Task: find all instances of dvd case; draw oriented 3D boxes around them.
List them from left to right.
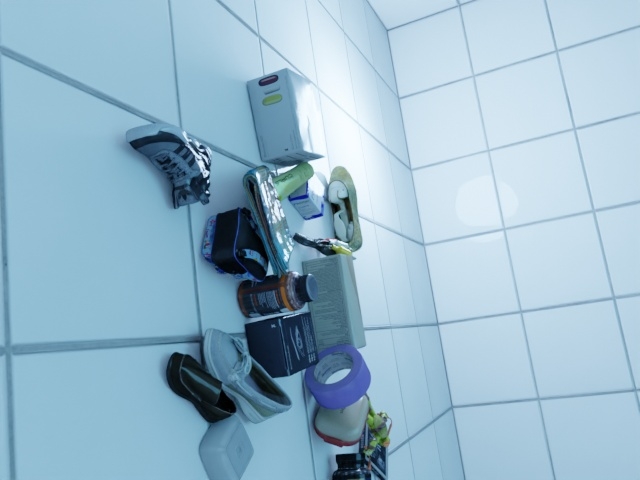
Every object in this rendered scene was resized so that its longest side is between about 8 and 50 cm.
[{"bbox_3d":[0.200,0.762,2.159,0.238,0.030,0.179,57,29,-42],"label":"dvd case"}]

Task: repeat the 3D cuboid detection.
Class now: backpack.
[{"bbox_3d":[-0.200,0.023,1.457,0.173,0.117,0.158,52,33,-52],"label":"backpack"}]

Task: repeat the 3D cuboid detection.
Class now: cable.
[{"bbox_3d":[0.000,0.000,1.988,0.287,0.072,0.139,28,8,-47],"label":"cable"}]

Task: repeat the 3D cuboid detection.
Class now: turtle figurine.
[{"bbox_3d":[0.186,0.653,2.050,0.217,0.087,0.269,57,34,-7],"label":"turtle figurine"}]

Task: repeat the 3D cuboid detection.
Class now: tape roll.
[{"bbox_3d":[0.053,0.412,1.770,0.189,0.189,0.080,-72,143,-52],"label":"tape roll"}]

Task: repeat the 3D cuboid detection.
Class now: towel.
[{"bbox_3d":[-0.130,-0.070,1.583,0.370,0.040,0.271,-82,154,-79],"label":"towel"}]

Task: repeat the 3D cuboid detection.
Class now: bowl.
[{"bbox_3d":[-0.201,0.471,1.305,0.142,0.053,0.142,-54,130,-61],"label":"bowl"}]

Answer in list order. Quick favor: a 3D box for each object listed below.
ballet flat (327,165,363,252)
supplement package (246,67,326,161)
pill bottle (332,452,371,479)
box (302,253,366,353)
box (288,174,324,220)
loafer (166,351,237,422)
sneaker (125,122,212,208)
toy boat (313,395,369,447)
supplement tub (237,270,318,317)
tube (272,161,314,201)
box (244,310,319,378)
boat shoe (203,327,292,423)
[{"bbox_3d":[0.084,-0.124,2.251,0.123,0.123,0.348,1,77,-68],"label":"ballet flat"},{"bbox_3d":[-0.105,-0.385,1.867,0.204,0.145,0.262,-4,82,-69],"label":"supplement package"},{"bbox_3d":[0.098,0.767,1.783,0.123,0.123,0.219,36,46,-59],"label":"pill bottle"},{"bbox_3d":[0.046,0.210,1.926,0.121,0.148,0.311,10,71,-67],"label":"box"},{"bbox_3d":[-0.046,-0.161,1.993,0.137,0.072,0.126,49,35,-49],"label":"box"},{"bbox_3d":[-0.246,0.308,1.244,0.080,0.078,0.220,-80,150,-43],"label":"loafer"},{"bbox_3d":[-0.317,-0.156,1.284,0.268,0.101,0.153,18,59,-68],"label":"sneaker"},{"bbox_3d":[0.063,0.568,1.826,0.231,0.151,0.151,-57,161,-60],"label":"toy boat"},{"bbox_3d":[-0.108,0.138,1.512,0.106,0.198,0.106,-12,90,-67],"label":"supplement tub"},{"bbox_3d":[-0.108,-0.176,1.834,0.070,0.062,0.240,41,45,11],"label":"tube"},{"bbox_3d":[-0.100,0.280,1.577,0.207,0.108,0.153,5,74,-67],"label":"box"},{"bbox_3d":[-0.172,0.313,1.366,0.118,0.103,0.320,-93,161,-53],"label":"boat shoe"}]
